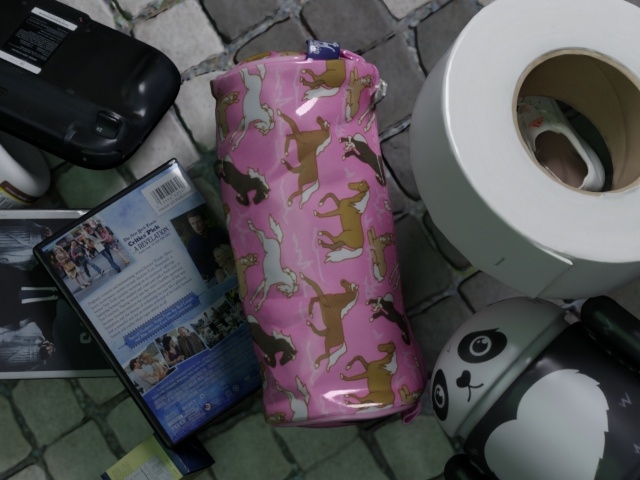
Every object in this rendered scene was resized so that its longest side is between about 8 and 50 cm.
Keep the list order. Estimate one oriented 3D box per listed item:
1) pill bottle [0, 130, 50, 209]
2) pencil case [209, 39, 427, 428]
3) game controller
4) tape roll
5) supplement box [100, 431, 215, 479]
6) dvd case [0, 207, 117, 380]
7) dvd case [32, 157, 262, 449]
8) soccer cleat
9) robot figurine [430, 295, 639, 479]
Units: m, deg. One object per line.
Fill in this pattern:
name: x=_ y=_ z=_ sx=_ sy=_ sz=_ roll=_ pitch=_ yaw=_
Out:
pill bottle: x=-0.401 y=-0.037 z=2.021 sx=0.215 sy=0.117 sz=0.117 roll=-38 pitch=80 yaw=14
pencil case: x=0.000 y=0.000 z=1.880 sx=0.167 sy=0.160 sz=0.386 roll=-10 pitch=88 yaw=37
game controller: x=-0.309 y=-0.187 z=1.988 sx=0.319 sy=0.166 sz=0.067 roll=25 pitch=140 yaw=15
tape roll: x=0.229 y=-0.091 z=1.754 sx=0.286 sy=0.100 sz=0.286 roll=7 pitch=67 yaw=-16
supplement box: x=-0.169 y=0.239 z=1.972 sx=0.083 sy=0.083 sz=0.056 roll=-39 pitch=80 yaw=13
dvd case: x=-0.283 y=0.056 z=1.971 sx=0.239 sy=0.029 sz=0.179 roll=-1 pitch=92 yaw=-15
dvd case: x=-0.154 y=0.063 z=1.947 sx=0.180 sy=0.022 sz=0.253 roll=-34 pitch=85 yaw=-14
soccer cleat: x=0.207 y=-0.119 z=1.855 sx=0.068 sy=0.076 sz=0.196 roll=-45 pitch=79 yaw=13
robot figurine: x=0.234 y=0.178 z=1.800 sx=0.278 sy=0.173 sz=0.209 roll=42 pitch=70 yaw=12
